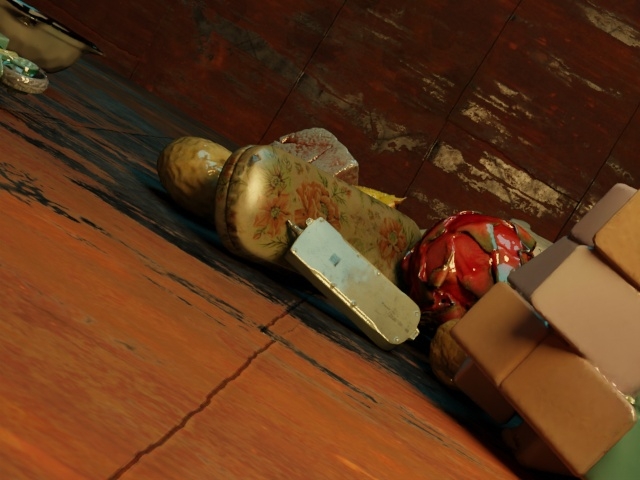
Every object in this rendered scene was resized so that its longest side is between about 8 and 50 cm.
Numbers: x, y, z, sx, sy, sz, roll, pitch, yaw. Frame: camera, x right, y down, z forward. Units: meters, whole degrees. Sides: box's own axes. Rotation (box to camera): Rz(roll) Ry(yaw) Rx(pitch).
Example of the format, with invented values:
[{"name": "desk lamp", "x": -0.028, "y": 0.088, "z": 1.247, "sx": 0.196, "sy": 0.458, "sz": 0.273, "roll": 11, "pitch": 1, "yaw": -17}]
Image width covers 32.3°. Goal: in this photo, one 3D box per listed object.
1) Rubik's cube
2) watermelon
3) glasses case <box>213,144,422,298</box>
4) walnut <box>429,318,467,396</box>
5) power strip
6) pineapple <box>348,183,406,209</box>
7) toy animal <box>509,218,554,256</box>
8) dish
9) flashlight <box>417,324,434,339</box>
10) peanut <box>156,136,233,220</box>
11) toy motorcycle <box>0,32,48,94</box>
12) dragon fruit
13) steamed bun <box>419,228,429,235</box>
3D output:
[{"name": "Rubik's cube", "x": 0.375, "y": 0.144, "z": 1.242, "sx": 0.387, "sy": 0.358, "sz": 0.368, "roll": 41, "pitch": 7, "yaw": -9}, {"name": "watermelon", "x": -0.012, "y": -0.129, "z": 2.351, "sx": 0.262, "sy": 0.201, "sz": 0.213, "roll": 31, "pitch": 13, "yaw": -45}, {"name": "glasses case", "x": 0.011, "y": -0.007, "z": 1.579, "sx": 0.098, "sy": 0.156, "sz": 0.425, "roll": 2, "pitch": -15, "yaw": 41}, {"name": "walnut", "x": 0.197, "y": 0.154, "z": 1.444, "sx": 0.105, "sy": 0.105, "sz": 0.124, "roll": 25, "pitch": 14, "yaw": -44}, {"name": "power strip", "x": 0.038, "y": 0.053, "z": 1.447, "sx": 0.227, "sy": 0.080, "sz": 0.029, "roll": 43, "pitch": -39, "yaw": -1}, {"name": "pineapple", "x": -0.006, "y": -0.001, "z": 1.785, "sx": 0.250, "sy": 0.164, "sz": 0.140, "roll": 14, "pitch": 31, "yaw": 16}, {"name": "toy animal", "x": 0.403, "y": 0.111, "z": 1.851, "sx": 0.308, "sy": 0.188, "sz": 0.266, "roll": 32, "pitch": 5, "yaw": 10}, {"name": "dish", "x": -0.567, "y": -0.380, "z": 2.034, "sx": 0.303, "sy": 0.120, "sz": 0.303, "roll": 31, "pitch": 5, "yaw": -3}, {"name": "flashlight", "x": 0.245, "y": 0.166, "z": 1.671, "sx": 0.103, "sy": 0.103, "sz": 0.424, "roll": 25, "pitch": 6, "yaw": -47}, {"name": "peanut", "x": -0.170, "y": -0.092, "z": 1.618, "sx": 0.140, "sy": 0.109, "sz": 0.159, "roll": 9, "pitch": 13, "yaw": -35}, {"name": "toy motorcycle", "x": -0.529, "y": -0.283, "z": 1.546, "sx": 0.296, "sy": 0.109, "sz": 0.198, "roll": 36, "pitch": 17, "yaw": 28}, {"name": "dragon fruit", "x": 0.224, "y": 0.057, "z": 1.582, "sx": 0.192, "sy": 0.193, "sz": 0.274, "roll": 17, "pitch": 11, "yaw": -18}, {"name": "steamed bun", "x": 0.201, "y": 0.076, "z": 2.001, "sx": 0.200, "sy": 0.170, "sz": 0.225, "roll": 0, "pitch": 13, "yaw": 20}]
